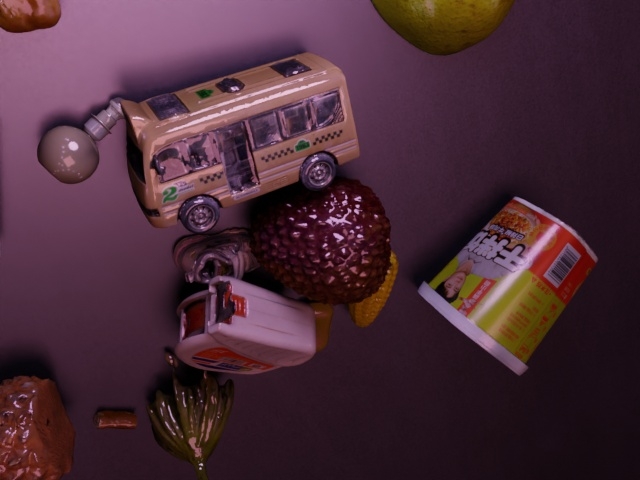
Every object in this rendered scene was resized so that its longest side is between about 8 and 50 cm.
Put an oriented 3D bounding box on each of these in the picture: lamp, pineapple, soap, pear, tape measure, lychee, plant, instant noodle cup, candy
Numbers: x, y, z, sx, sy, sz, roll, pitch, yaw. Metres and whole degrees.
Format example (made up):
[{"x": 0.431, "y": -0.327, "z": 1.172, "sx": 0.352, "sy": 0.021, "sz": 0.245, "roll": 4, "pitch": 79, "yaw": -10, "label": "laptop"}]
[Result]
[{"x": -0.363, "y": -0.163, "z": 0.980, "sx": 0.163, "sy": 0.091, "sz": 0.091, "roll": -45, "pitch": 129, "yaw": -11, "label": "lamp"}, {"x": -0.653, "y": 0.388, "z": 1.143, "sx": 0.357, "sy": 0.223, "sz": 0.223, "roll": -14, "pitch": 126, "yaw": -2, "label": "pineapple"}, {"x": -0.018, "y": 0.191, "z": 1.375, "sx": 0.089, "sy": 0.045, "sz": 0.140, "roll": -5, "pitch": 122, "yaw": -24, "label": "soap"}, {"x": 0.239, "y": -0.413, "z": 1.053, "sx": 0.288, "sy": 0.139, "sz": 0.239, "roll": -24, "pitch": 136, "yaw": -6, "label": "pear"}, {"x": -0.153, "y": 0.169, "z": 1.199, "sx": 0.265, "sy": 0.130, "sz": 0.258, "roll": -24, "pitch": 148, "yaw": 38, "label": "tape measure"}, {"x": 0.000, "y": 0.000, "z": 1.150, "sx": 0.271, "sy": 0.271, "sz": 0.271, "roll": -11, "pitch": 125, "yaw": -17, "label": "lychee"}, {"x": -0.272, "y": 0.429, "z": 1.252, "sx": 0.180, "sy": 0.333, "sz": 0.251, "roll": 7, "pitch": 134, "yaw": -12, "label": "plant"}, {"x": 0.425, "y": 0.090, "z": 1.385, "sx": 0.294, "sy": 0.294, "sz": 0.308, "roll": 37, "pitch": 95, "yaw": -36, "label": "instant noodle cup"}, {"x": 0.100, "y": 0.107, "z": 1.340, "sx": 0.094, "sy": 0.106, "sz": 0.199, "roll": -18, "pitch": 133, "yaw": -35, "label": "candy"}]

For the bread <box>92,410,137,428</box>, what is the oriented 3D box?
[{"x": -0.434, "y": 0.381, "z": 1.319, "sx": 0.083, "sy": 0.047, "sz": 0.036, "roll": 10, "pitch": 86, "yaw": -31, "label": "bread"}]

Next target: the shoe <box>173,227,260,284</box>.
[{"x": -0.181, "y": 0.037, "z": 1.175, "sx": 0.180, "sy": 0.092, "sz": 0.089, "roll": -3, "pitch": 121, "yaw": -22, "label": "shoe"}]

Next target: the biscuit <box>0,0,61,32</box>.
[{"x": -0.485, "y": -0.394, "z": 0.783, "sx": 0.236, "sy": 0.062, "sz": 0.291, "roll": -19, "pitch": 126, "yaw": -12, "label": "biscuit"}]

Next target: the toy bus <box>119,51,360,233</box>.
[{"x": -0.133, "y": -0.166, "z": 1.007, "sx": 0.365, "sy": 0.177, "sz": 0.202, "roll": -22, "pitch": 126, "yaw": -17, "label": "toy bus"}]
